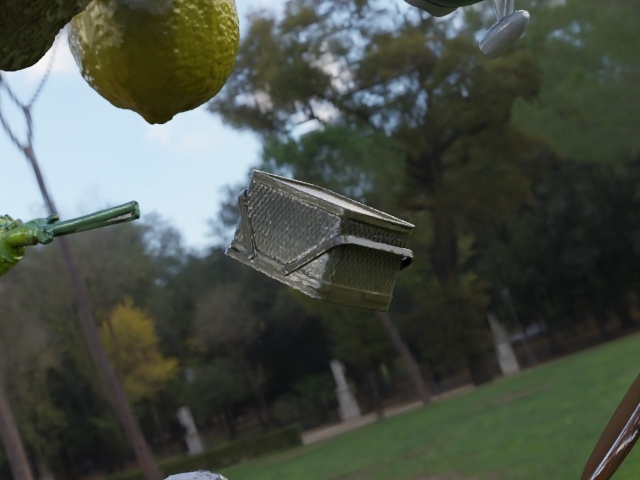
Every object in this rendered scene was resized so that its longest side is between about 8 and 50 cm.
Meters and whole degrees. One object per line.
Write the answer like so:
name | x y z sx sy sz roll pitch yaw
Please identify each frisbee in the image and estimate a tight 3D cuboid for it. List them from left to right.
frisbee | 0.380 0.209 1.535 0.251 0.021 0.251 -56 -11 -17

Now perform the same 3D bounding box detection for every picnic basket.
picnic basket | 0.000 0.000 1.902 0.165 0.139 0.266 12 8 -44

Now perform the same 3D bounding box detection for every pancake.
pancake | -0.264 -0.269 1.285 0.235 0.029 0.212 -47 -10 -29

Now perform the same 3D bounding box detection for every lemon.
lemon | -0.252 -0.336 1.901 0.268 0.322 0.268 -10 5 1

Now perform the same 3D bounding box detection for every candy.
candy | -0.293 -0.011 1.349 0.262 0.073 0.077 -12 14 32

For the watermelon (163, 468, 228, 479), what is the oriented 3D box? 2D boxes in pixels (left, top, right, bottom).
watermelon | -0.157 0.460 1.820 0.175 0.188 0.322 -27 11 -21

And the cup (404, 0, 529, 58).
cup | 0.170 -0.360 1.527 0.167 0.300 0.173 -7 -17 -31
